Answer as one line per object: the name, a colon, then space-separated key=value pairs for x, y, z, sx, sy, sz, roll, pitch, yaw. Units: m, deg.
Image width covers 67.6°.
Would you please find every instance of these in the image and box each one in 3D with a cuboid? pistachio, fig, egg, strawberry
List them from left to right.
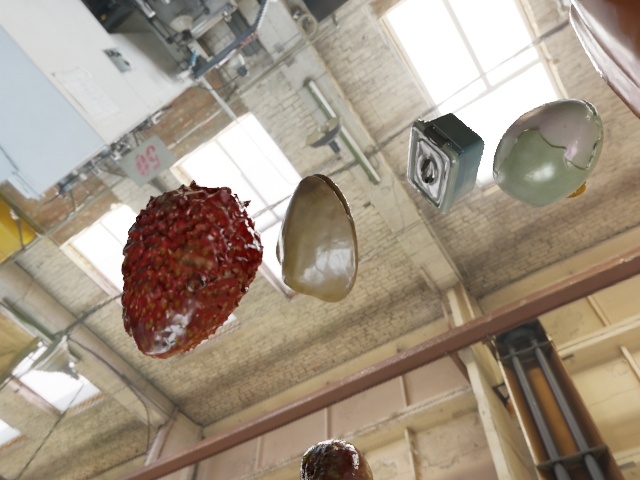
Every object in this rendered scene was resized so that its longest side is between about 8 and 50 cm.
strawberry: x=-0.245 y=0.050 z=0.936 sx=0.292 sy=0.292 sz=0.343 roll=-32 pitch=-145 yaw=13
pistachio: x=0.000 y=0.000 z=0.988 sx=0.212 sy=0.261 sz=0.163 roll=29 pitch=-143 yaw=27
fig: x=0.045 y=0.494 z=0.922 sx=0.143 sy=0.231 sz=0.160 roll=-26 pitch=-153 yaw=-4
egg: x=0.448 y=-0.178 z=0.938 sx=0.183 sy=0.183 sz=0.217 roll=-71 pitch=-173 yaw=-53

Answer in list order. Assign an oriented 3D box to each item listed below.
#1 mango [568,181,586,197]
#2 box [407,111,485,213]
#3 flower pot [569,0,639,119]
mango: x=0.636 y=-0.151 z=1.272 sx=0.127 sy=0.077 sz=0.063 roll=18 pitch=-134 yaw=31
box: x=0.299 y=-0.191 z=1.172 sx=0.130 sy=0.227 sz=0.162 roll=-29 pitch=-122 yaw=-12
flower pot: x=0.327 y=-0.214 z=0.421 sx=0.190 sy=0.190 sz=0.173 roll=-31 pitch=-130 yaw=17
